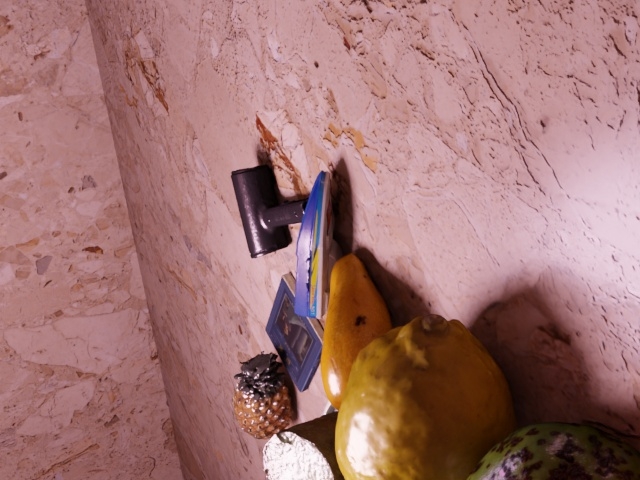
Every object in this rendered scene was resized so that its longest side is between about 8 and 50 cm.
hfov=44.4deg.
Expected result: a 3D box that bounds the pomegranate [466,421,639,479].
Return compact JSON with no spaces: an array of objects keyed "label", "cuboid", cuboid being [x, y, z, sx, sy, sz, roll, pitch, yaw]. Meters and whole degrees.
[{"label":"pomegranate","cuboid":[0.285,0.349,0.932,0.254,0.270,0.254,11,120,20]}]

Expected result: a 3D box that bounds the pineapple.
[{"label":"pineapple","cuboid":[-0.148,0.370,1.933,0.157,0.158,0.278,52,157,35]}]

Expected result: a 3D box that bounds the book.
[{"label":"book","cuboid":[-0.059,0.220,1.822,0.190,0.025,0.269,59,153,24]}]

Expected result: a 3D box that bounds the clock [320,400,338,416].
[{"label":"clock","cuboid":[0.070,0.357,1.501,0.151,0.062,0.191,42,108,37]}]

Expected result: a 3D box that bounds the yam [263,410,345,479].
[{"label":"yam","cuboid":[0.034,0.368,1.327,0.161,0.268,0.161,-1,89,35]}]

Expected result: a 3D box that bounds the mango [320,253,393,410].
[{"label":"mango","cuboid":[0.066,0.165,1.366,0.177,0.120,0.294,91,-175,-50]}]

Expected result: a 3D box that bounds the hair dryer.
[{"label":"hair dryer","cuboid":[-0.084,-0.064,1.627,0.251,0.089,0.197,-2,104,55]}]

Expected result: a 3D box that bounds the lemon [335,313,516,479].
[{"label":"lemon","cuboid":[0.150,0.270,1.139,0.285,0.285,0.316,49,173,39]}]

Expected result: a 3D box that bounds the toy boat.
[{"label":"toy boat","cuboid":[0.000,0.000,1.458,0.129,0.088,0.295,-78,-7,-56]}]
